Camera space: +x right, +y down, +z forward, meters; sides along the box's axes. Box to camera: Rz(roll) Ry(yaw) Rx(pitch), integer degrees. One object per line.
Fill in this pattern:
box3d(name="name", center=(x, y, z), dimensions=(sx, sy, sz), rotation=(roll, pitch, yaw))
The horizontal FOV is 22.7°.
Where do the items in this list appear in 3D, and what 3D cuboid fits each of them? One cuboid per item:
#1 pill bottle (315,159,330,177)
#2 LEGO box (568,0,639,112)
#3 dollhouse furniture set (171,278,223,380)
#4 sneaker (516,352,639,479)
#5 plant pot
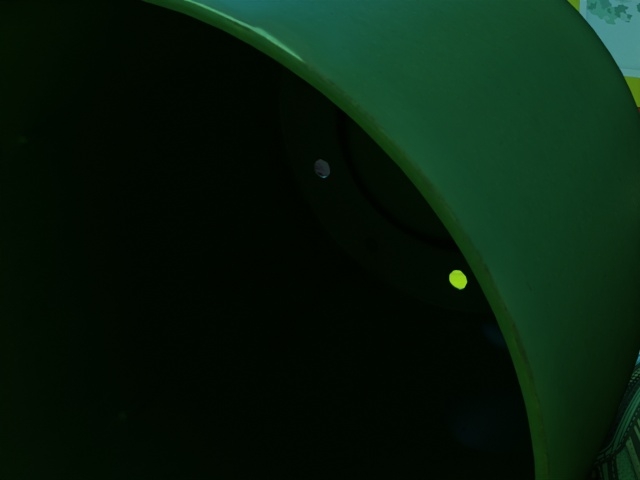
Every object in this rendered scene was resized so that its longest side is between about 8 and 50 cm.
box3d(name="pill bottle", center=(-0.042, -0.140, 1.342), dimensions=(0.301, 0.169, 0.169), rotation=(13, 24, 42))
box3d(name="LEGO box", center=(0.319, -0.262, 1.116), dimensions=(0.372, 0.500, 0.193), rotation=(9, 22, 31))
box3d(name="dollhouse furniture set", center=(-0.046, 0.020, 0.823), dimensions=(0.182, 0.101, 0.161), rotation=(5, 58, 26))
box3d(name="sneaker", center=(0.161, 0.062, 0.778), dimensions=(0.122, 0.110, 0.283), rotation=(-1, 18, 19))
box3d(name="plant pot", center=(0.000, 0.000, 0.640), dimensions=(0.293, 0.293, 0.235), rotation=(7, 29, 30))
